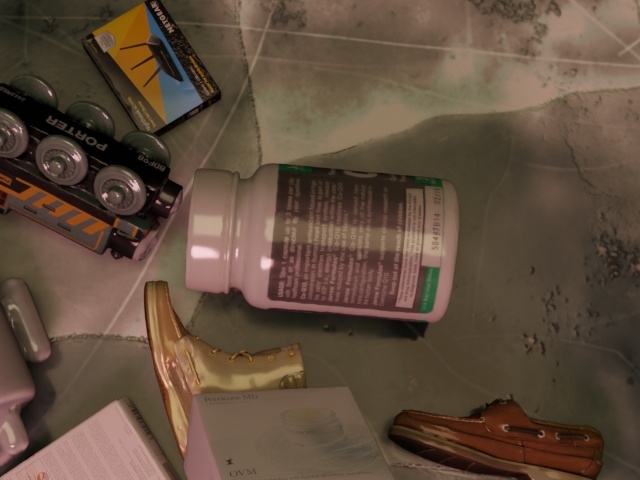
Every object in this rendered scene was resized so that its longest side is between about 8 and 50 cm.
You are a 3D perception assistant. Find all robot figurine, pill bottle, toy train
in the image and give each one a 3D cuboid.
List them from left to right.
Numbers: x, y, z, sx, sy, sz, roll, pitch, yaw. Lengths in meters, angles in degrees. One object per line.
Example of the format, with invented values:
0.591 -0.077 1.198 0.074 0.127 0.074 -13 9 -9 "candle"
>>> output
-0.515 0.147 1.776 0.300 0.200 0.353 -18 79 -34 "robot figurine"
-0.358 -0.095 1.848 0.334 0.190 0.142 26 39 -3 "toy train"
0.000 0.000 1.833 0.361 0.204 0.204 5 79 -3 "pill bottle"

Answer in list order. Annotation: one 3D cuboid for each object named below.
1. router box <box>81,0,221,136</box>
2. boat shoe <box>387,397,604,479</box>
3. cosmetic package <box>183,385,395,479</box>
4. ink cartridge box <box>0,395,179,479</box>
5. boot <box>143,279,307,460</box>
-0.248 -0.252 1.948 0.133 0.046 0.179 -33 83 -8 "router box"
0.246 0.275 1.850 0.307 0.111 0.104 17 75 -10 "boat shoe"
-0.044 0.310 1.723 0.224 0.224 0.138 -1 120 -19 "cosmetic package"
-0.317 0.351 1.836 0.225 0.056 0.181 -34 82 10 "ink cartridge box"
-0.129 0.161 1.841 0.203 0.095 0.262 -16 89 -5 "boot"
